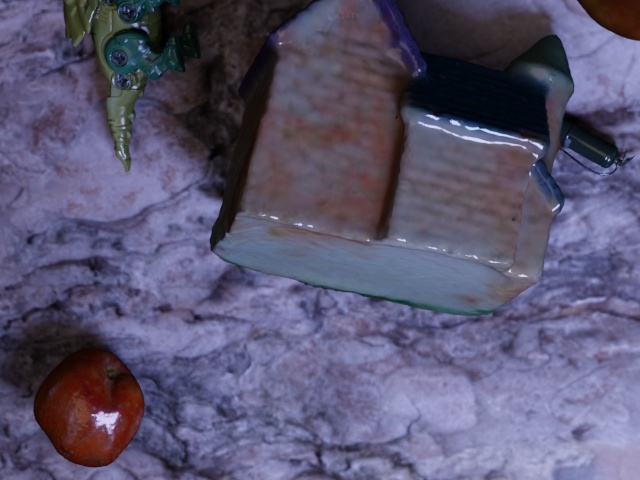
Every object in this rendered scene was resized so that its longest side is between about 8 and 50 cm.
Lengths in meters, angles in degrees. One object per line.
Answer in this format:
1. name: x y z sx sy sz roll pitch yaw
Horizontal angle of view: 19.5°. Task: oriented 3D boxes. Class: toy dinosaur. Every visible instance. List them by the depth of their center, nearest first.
1. toy dinosaur: -0.196 -0.198 1.938 0.153 0.094 0.259 -6 107 20

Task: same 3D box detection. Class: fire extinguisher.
1. fire extinguisher: 0.265 -0.089 1.834 0.083 0.025 0.038 29 93 10

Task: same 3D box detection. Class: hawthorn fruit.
1. hawthorn fruit: -0.247 0.180 2.015 0.128 0.128 0.128 4 102 18

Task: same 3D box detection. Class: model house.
1. model house: 0.075 -0.104 1.795 0.312 0.245 0.280 13 74 -6

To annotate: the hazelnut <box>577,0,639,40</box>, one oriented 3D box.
1. hazelnut: 0.314 -0.270 1.686 0.208 0.208 0.208 4 102 18
